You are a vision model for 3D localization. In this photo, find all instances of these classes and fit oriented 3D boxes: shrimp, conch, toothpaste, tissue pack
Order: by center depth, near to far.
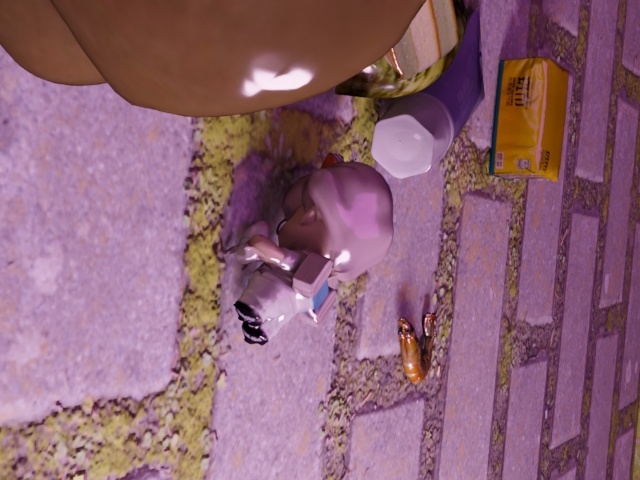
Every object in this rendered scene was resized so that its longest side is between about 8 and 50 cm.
[{"bbox_3d":[0.083,-0.234,1.034,0.187,0.124,0.182,-65,159,-65],"label":"conch"},{"bbox_3d":[0.155,-0.175,1.254,0.371,0.079,0.125,-49,136,-55],"label":"toothpaste"},{"bbox_3d":[0.117,0.117,1.279,0.127,0.025,0.091,64,40,-51],"label":"shrimp"},{"bbox_3d":[0.304,-0.171,1.519,0.120,0.082,0.169,7,89,-61],"label":"tissue pack"}]

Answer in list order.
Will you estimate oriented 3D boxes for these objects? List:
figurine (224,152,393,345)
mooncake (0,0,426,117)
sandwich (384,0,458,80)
[{"bbox_3d":[0.000,0.000,0.960,0.229,0.112,0.137,-51,143,-32],"label":"figurine"},{"bbox_3d":[0.003,-0.271,0.563,0.467,0.467,0.262,-55,135,-43],"label":"mooncake"},{"bbox_3d":[0.074,-0.234,0.908,0.079,0.113,0.163,-32,95,-19],"label":"sandwich"}]
